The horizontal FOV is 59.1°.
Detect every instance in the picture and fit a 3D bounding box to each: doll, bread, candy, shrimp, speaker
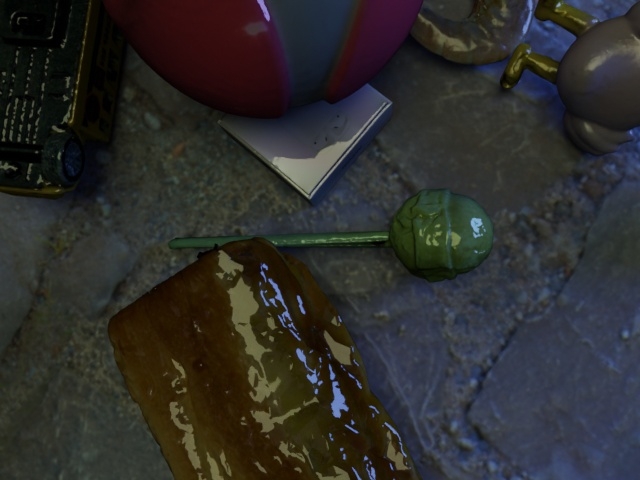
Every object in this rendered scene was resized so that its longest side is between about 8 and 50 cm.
[{"bbox_3d":[0.350,-0.112,0.510,0.365,0.160,0.094,27,45,9],"label":"doll"},{"bbox_3d":[-0.036,0.169,0.510,0.195,0.149,0.344,-31,79,16],"label":"bread"},{"bbox_3d":[0.000,0.000,0.571,0.335,0.092,0.093,-3,71,14],"label":"candy"},{"bbox_3d":[0.156,-0.291,0.597,0.152,0.046,0.219,12,86,4],"label":"shrimp"},{"bbox_3d":[-0.041,-0.259,0.495,0.294,0.294,0.294,-1,84,6],"label":"speaker"}]

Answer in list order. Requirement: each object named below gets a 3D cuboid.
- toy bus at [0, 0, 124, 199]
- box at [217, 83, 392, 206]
[{"bbox_3d":[-0.276,-0.209,0.591,0.121,0.123,0.335,6,85,5],"label":"toy bus"},{"bbox_3d":[-0.015,-0.128,0.593,0.129,0.051,0.130,40,90,8],"label":"box"}]
